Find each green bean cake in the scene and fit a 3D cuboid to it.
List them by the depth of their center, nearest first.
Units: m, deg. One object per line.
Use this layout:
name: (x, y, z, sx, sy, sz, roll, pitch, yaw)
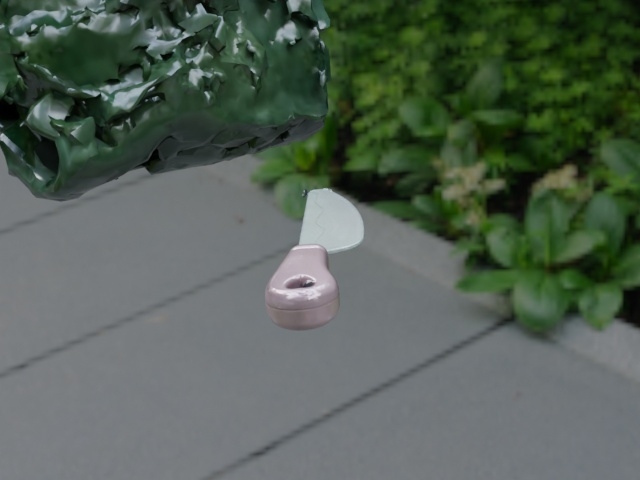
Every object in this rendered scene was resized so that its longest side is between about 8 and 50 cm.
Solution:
green bean cake: (-0.076, -0.139, 0.369, 0.107, 0.208, 0.193, -13, 39, -29)

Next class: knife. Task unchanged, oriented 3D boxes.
knife: (0.003, 0.000, 1.412, 0.081, 0.043, 0.336, -3, 23, 8)
